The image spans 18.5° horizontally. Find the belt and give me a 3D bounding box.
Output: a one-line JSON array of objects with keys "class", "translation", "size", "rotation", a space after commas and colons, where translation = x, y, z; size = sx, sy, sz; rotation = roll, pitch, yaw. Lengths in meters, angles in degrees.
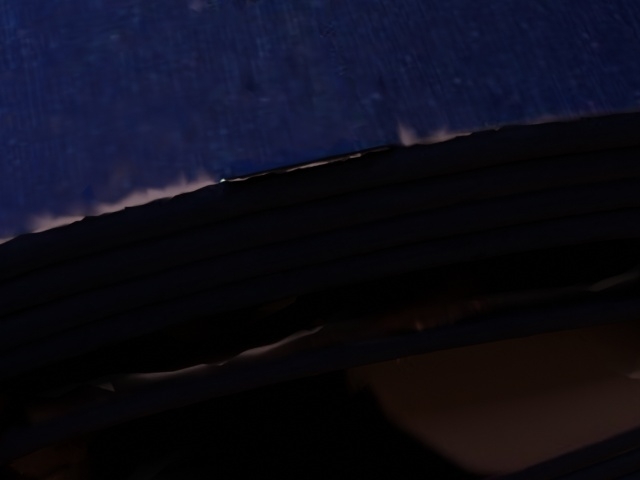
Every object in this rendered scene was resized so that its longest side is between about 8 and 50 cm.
[{"class": "belt", "translation": [0.000, 0.000, 0.515], "size": [0.346, 0.212, 0.117], "rotation": [-12, 56, -7]}]
